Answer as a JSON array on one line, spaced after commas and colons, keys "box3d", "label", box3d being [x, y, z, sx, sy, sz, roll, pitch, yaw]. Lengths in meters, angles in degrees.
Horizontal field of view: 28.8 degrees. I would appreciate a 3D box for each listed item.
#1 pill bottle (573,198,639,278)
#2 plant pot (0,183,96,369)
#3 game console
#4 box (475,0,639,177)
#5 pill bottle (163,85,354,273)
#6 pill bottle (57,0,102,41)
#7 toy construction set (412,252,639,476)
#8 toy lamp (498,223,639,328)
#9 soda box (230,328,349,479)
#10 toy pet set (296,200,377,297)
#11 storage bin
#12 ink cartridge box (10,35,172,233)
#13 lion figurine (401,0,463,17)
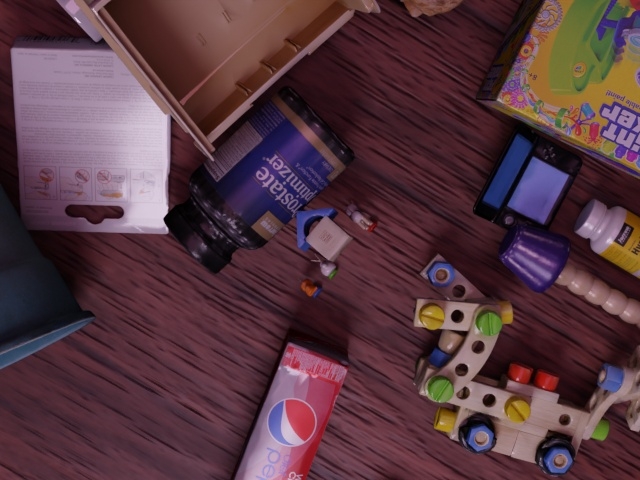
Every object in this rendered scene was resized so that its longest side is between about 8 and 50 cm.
[{"box3d": [0.371, -0.002, 1.524, 0.116, 0.065, 0.065, 30, 95, -4], "label": "pill bottle"}, {"box3d": [-0.478, 0.011, 1.390, 0.341, 0.341, 0.334, -26, 88, 2], "label": "plant pot"}, {"box3d": [0.252, -0.067, 1.511, 0.107, 0.071, 0.122, 27, 96, -4], "label": "game console"}, {"box3d": [0.378, -0.225, 1.445, 0.290, 0.177, 0.279, 25, 96, -4], "label": "box"}, {"box3d": [-0.077, -0.068, 1.477, 0.219, 0.123, 0.123, -44, 95, 4], "label": "pill bottle"}, {"box3d": [-0.211, -0.335, 1.440, 0.216, 0.121, 0.121, -43, 96, 0], "label": "pill bottle"}, {"box3d": [0.251, 0.163, 1.507, 0.327, 0.151, 0.215, 18, 95, 8], "label": "toy construction set"}, {"box3d": [0.343, 0.064, 1.517, 0.274, 0.080, 0.080, 28, 95, -11], "label": "toy lamp"}, {"box3d": [-0.048, 0.248, 1.527, 0.083, 0.092, 0.263, 21, 96, -3], "label": "soda box"}, {"box3d": [0.000, 0.000, 1.501, 0.065, 0.114, 0.122, 41, 92, 11], "label": "toy pet set"}, {"box3d": [-0.104, -0.265, 1.382, 0.262, 0.123, 0.260, -43, 131, -7], "label": "storage bin"}, {"box3d": [-0.274, -0.128, 1.513, 0.189, 0.066, 0.232, 2, 117, -2], "label": "ink cartridge box"}, {"box3d": [0.205, -0.451, 1.426, 0.392, 0.142, 0.240, -35, 82, 10], "label": "lion figurine"}]
